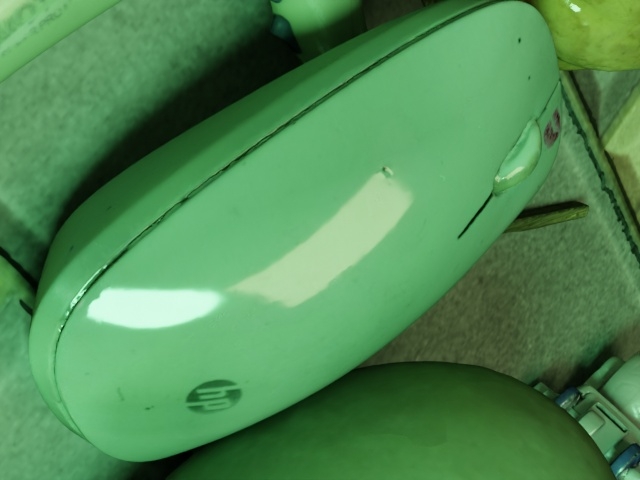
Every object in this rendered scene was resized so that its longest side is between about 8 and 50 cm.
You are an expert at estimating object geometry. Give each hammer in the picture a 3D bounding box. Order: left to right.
[{"bbox_3d":[0.081,0.000,0.883,0.292,0.029,0.058,-11,119,-48],"label":"hammer"}]

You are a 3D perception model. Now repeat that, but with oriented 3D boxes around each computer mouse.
[{"bbox_3d":[0.002,0.004,0.673,0.288,0.097,0.159,-28,139,-9],"label":"computer mouse"}]

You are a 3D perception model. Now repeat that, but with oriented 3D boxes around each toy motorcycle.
[{"bbox_3d":[0.168,0.163,1.021,0.254,0.112,0.112,-31,131,-37],"label":"toy motorcycle"}]

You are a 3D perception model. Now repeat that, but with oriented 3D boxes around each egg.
[{"bbox_3d":[0.010,0.210,0.724,0.352,0.258,0.258,-38,135,-20],"label":"egg"}]

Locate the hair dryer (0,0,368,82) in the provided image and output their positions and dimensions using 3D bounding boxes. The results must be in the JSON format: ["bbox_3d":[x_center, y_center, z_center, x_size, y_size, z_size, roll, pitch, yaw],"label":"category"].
[{"bbox_3d":[-0.067,-0.105,0.616,0.296,0.119,0.298,-31,144,-27],"label":"hair dryer"}]

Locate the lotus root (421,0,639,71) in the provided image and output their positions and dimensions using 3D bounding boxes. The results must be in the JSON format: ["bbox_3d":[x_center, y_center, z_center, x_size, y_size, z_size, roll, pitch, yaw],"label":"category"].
[{"bbox_3d":[0.158,-0.161,0.773,0.257,0.154,0.140,-10,109,-34],"label":"lotus root"}]
